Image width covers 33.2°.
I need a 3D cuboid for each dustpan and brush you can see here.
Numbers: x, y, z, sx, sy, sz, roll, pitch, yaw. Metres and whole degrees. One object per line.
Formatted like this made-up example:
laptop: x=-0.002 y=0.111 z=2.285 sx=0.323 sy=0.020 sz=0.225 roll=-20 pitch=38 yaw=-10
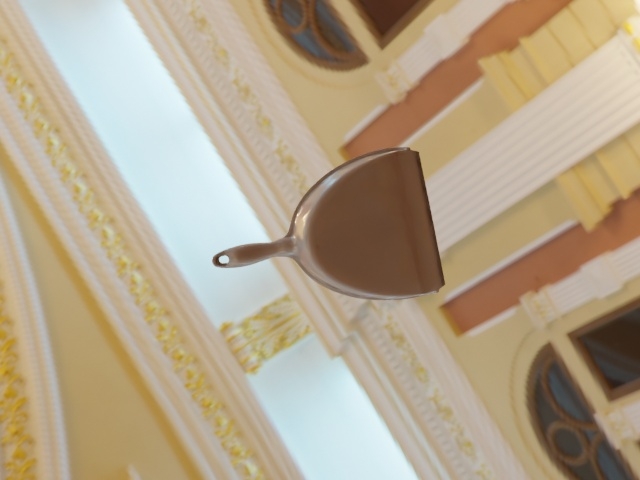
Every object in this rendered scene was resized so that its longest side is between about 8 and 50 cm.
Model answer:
dustpan and brush: x=0.000 y=0.000 z=1.034 sx=0.211 sy=0.060 sz=0.147 roll=-13 pitch=-82 yaw=-7
